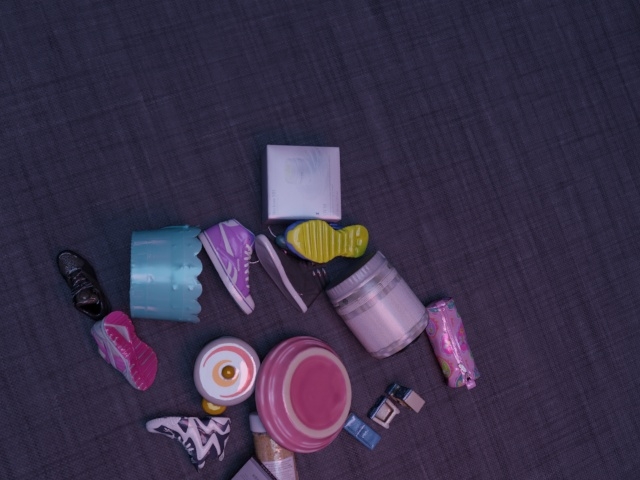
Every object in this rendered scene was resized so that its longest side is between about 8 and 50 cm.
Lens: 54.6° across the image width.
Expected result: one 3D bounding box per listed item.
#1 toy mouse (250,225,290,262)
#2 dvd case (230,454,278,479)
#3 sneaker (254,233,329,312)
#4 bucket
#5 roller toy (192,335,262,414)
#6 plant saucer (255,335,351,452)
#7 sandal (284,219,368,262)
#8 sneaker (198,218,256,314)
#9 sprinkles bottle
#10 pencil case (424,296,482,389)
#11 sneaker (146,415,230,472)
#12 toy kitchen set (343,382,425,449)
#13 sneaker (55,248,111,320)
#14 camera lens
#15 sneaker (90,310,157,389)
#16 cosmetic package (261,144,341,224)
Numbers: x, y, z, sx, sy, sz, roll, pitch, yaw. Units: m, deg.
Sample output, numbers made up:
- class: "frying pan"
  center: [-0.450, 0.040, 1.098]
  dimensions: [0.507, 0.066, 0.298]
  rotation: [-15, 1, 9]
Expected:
- class: "toy mouse"
  center: [-0.142, 0.024, 1.898]
  dimensions: [0.161, 0.031, 0.143]
  rotation: [-8, 86, -14]
- class: "dvd case"
  center: [-0.201, 0.747, 1.733]
  dimensions: [0.179, 0.030, 0.238]
  rotation: [43, 101, 15]
- class: "sneaker"
  center: [-0.078, 0.065, 1.846]
  dimensions: [0.147, 0.105, 0.295]
  rotation: [-42, 121, -19]
- class: "bucket"
  center: [-0.424, 0.092, 1.708]
  dimensions: [0.183, 0.281, 0.280]
  rotation: [1, 84, -14]
- class: "roller toy"
  center: [-0.271, 0.371, 1.772]
  dimensions: [0.209, 0.146, 0.191]
  rotation: [-29, 91, -14]
- class: "plant saucer"
  center: [-0.029, 0.437, 1.783]
  dimensions: [0.332, 0.084, 0.331]
  rotation: [14, 68, -37]
- class: "sandal"
  center: [0.000, 0.000, 1.834]
  dimensions: [0.317, 0.138, 0.126]
  rotation: [8, 90, -50]
- class: "sneaker"
  center: [-0.229, 0.069, 1.833]
  dimensions: [0.161, 0.102, 0.282]
  rotation: [-27, 91, -12]
- class: "sprinkles bottle"
  center: [-0.126, 0.666, 1.788]
  dimensions: [0.121, 0.121, 0.355]
  rotation: [-7, 86, -14]
- class: "pencil case"
  center: [0.409, 0.323, 1.950]
  dimensions: [0.124, 0.124, 0.283]
  rotation: [-18, 88, -14]
- class: "sneaker"
  center: [-0.375, 0.576, 1.752]
  dimensions: [0.235, 0.094, 0.152]
  rotation: [7, 74, -22]
- class: "toy kitchen set"
  center: [0.182, 0.516, 1.852]
  dimensions: [0.122, 0.166, 0.207]
  rotation: [40, 77, -6]
- class: "sneaker"
  center: [-0.660, 0.120, 1.719]
  dimensions: [0.087, 0.130, 0.227]
  rotation: [-28, 89, -16]
- class: "camera lens"
  center: [0.173, 0.198, 1.856]
  dimensions: [0.219, 0.219, 0.274]
  rotation: [-39, 94, -14]
- class: "sneaker"
  center: [-0.553, 0.311, 1.745]
  dimensions: [0.103, 0.111, 0.252]
  rotation: [-44, 116, -49]
- class: "cosmetic package"
  center: [-0.062, -0.165, 1.884]
  dimensions: [0.225, 0.138, 0.223]
  rotation: [-1, 84, -12]
